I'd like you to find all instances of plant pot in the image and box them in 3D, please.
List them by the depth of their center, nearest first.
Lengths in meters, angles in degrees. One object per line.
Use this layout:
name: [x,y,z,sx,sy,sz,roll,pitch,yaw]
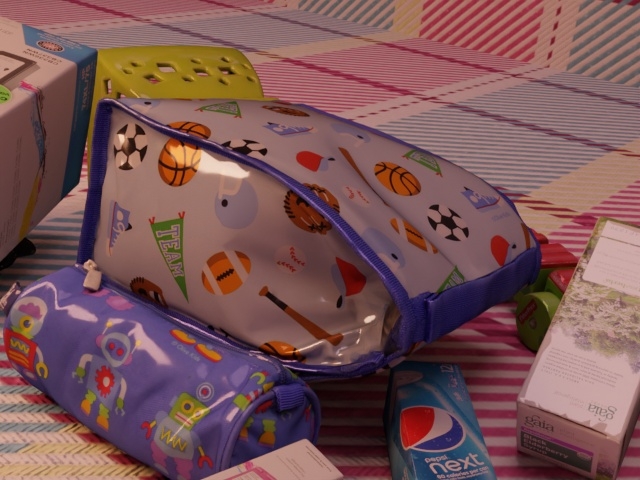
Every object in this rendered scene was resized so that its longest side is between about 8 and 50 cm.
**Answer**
plant pot: [-0.182,-0.128,1.202,0.228,0.227,0.207,-8,33,-29]

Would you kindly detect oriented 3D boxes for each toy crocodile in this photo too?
toy crocodile: [0.266,0.043,1.056,0.115,0.105,0.340,-4,25,-23]

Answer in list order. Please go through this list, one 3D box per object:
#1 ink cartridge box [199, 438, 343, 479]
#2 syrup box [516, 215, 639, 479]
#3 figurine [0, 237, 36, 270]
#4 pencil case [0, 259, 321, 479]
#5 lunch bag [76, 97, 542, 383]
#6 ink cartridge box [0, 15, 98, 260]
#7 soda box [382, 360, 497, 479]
ink cartridge box: [-0.050,0.208,0.625,0.122,0.088,0.052,-12,33,-35]
syrup box: [0.270,0.099,0.823,0.093,0.096,0.237,18,57,25]
figurine: [-0.474,0.006,0.996,0.209,0.092,0.215,22,29,24]
pencil case: [-0.145,0.117,0.758,0.306,0.133,0.119,23,14,31]
lunch bag: [0.000,0.000,0.901,0.385,0.239,0.328,20,20,28]
ink cartridge box: [-0.403,-0.116,0.965,0.198,0.197,0.270,19,31,1]
soda box: [0.098,0.186,0.733,0.067,0.071,0.210,4,24,-5]
